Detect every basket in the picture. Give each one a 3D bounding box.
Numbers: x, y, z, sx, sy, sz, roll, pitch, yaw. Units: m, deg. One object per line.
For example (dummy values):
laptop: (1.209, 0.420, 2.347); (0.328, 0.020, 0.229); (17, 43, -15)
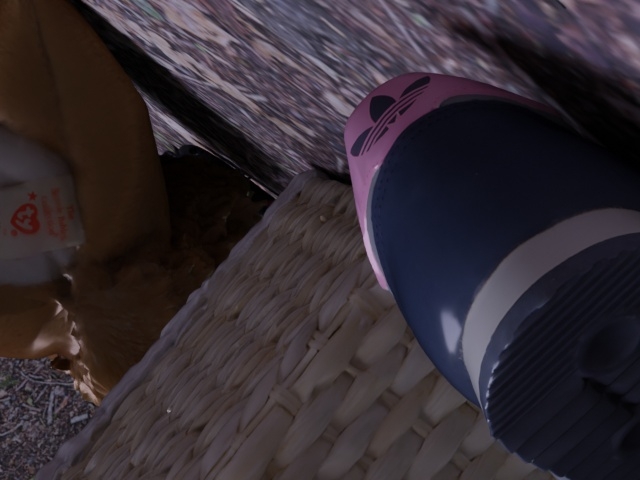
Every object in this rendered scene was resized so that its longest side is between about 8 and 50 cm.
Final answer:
basket: (0.035, 0.177, 0.872); (0.328, 0.331, 0.266); (42, 173, -14)

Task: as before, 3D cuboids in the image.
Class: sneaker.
sneaker: (0.113, 0.038, 0.529); (0.131, 0.112, 0.319); (53, -176, 37)

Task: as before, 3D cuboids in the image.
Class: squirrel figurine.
squirrel figurine: (-0.239, -0.039, 1.181); (0.397, 0.281, 0.370); (42, 180, -21)

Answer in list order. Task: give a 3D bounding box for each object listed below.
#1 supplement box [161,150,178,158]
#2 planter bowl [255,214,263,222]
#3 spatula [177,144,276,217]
supplement box: (-0.089, 0.080, 1.644); (0.356, 0.195, 0.194); (36, 177, 0)
planter bowl: (-0.108, 0.008, 1.453); (0.217, 0.217, 0.090); (36, 139, 0)
spatula: (-0.024, -0.004, 1.298); (0.296, 0.084, 0.030); (40, 133, 18)
